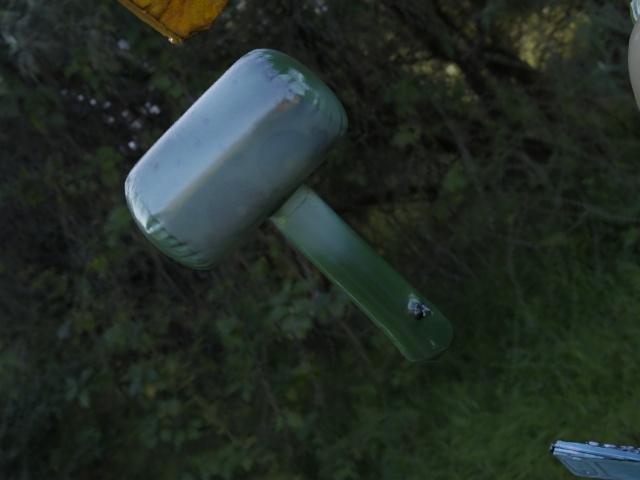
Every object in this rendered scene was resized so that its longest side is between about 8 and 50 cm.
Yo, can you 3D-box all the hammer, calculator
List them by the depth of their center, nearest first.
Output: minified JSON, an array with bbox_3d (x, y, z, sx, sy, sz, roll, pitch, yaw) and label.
[{"bbox_3d":[0.252,0.163,0.799,0.172,0.057,0.018,0,65,38],"label":"calculator"},{"bbox_3d":[0.000,0.000,1.016,0.206,0.335,0.119,-46,15,4],"label":"hammer"}]

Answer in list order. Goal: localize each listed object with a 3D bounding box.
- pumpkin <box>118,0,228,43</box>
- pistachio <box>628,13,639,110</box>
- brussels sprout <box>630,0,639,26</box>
[{"bbox_3d":[-0.069,-0.137,0.508,0.083,0.054,0.074,-56,-40,0],"label":"pumpkin"},{"bbox_3d":[0.286,-0.121,0.446,0.365,0.281,0.445,66,-137,-58],"label":"pistachio"},{"bbox_3d":[0.461,-0.286,1.337,0.183,0.145,0.131,-34,-1,-4],"label":"brussels sprout"}]
